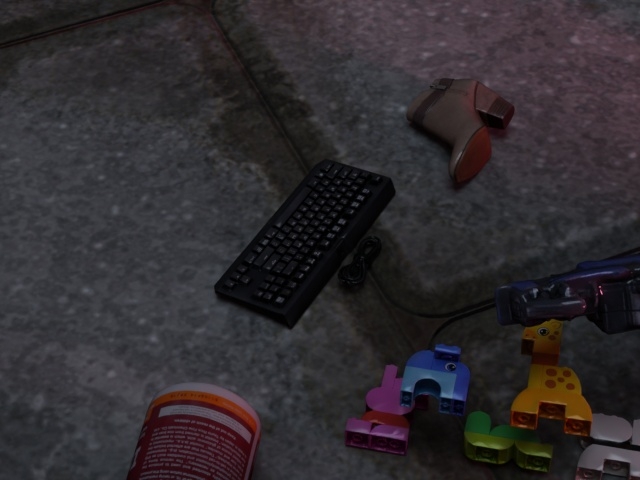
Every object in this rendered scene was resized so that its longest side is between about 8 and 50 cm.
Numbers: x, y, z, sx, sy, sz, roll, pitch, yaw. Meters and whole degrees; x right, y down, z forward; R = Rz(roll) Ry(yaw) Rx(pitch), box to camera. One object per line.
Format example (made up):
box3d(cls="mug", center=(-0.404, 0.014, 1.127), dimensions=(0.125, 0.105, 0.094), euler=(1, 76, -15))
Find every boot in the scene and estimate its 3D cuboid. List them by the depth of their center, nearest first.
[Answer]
box3d(cls="boot", center=(0.116, -0.103, 1.305), dimensions=(0.087, 0.042, 0.118), euler=(20, 49, 28))

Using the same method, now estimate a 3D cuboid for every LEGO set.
box3d(cls="LEGO set", center=(0.139, 0.108, 1.067), dimensions=(0.227, 0.087, 0.093), euler=(9, 47, 9))

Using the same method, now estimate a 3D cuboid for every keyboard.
box3d(cls="keyboard", center=(0.000, 0.000, 1.219), dimensions=(0.108, 0.023, 0.180), euler=(22, 52, 21))

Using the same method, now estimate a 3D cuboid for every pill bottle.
box3d(cls="pill bottle", center=(-0.096, 0.181, 1.006), dimensions=(0.086, 0.086, 0.152), euler=(6, 46, 8))

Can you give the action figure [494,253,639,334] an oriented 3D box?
box3d(cls="action figure", center=(0.303, 0.089, 1.007), dimensions=(0.341, 0.178, 0.330), euler=(-9, 22, -6))
